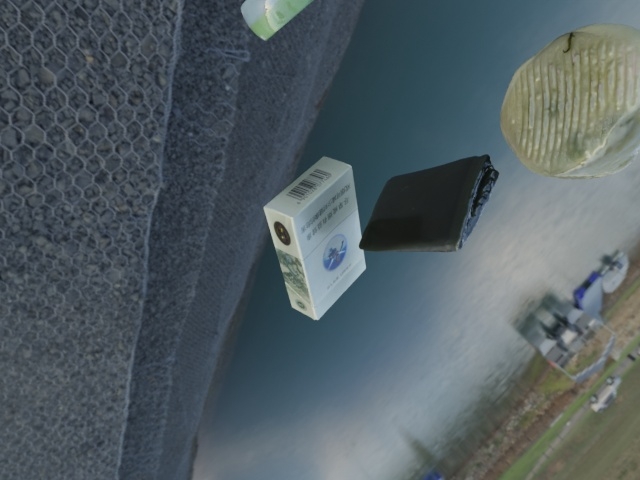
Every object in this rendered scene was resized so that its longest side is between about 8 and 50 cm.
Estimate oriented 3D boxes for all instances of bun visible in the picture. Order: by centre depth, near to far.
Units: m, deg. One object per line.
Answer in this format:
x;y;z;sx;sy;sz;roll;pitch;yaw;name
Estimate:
0.381;-0.190;0.781;0.116;0.210;0.237;0;169;-34;bun

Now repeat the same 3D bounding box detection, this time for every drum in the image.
0.015;-0.328;0.617;0.253;0.130;0.049;-37;109;9;drum

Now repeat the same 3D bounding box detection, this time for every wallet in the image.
0.170;-0.052;0.894;0.052;0.245;0.169;36;70;-28;wallet

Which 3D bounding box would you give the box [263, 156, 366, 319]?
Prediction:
0.000;0.000;0.984;0.164;0.069;0.257;-44;140;-31;box
